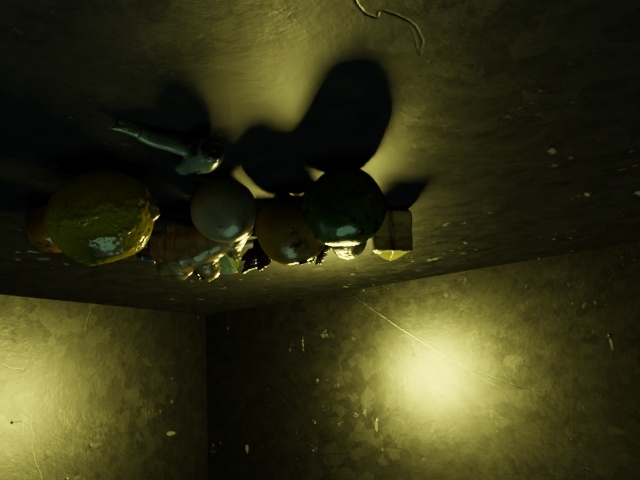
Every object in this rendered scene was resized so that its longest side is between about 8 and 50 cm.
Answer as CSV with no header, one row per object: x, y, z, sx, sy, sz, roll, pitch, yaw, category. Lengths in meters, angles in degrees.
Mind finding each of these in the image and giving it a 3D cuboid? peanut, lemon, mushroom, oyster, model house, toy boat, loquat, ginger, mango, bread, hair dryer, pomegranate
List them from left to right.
-0.845,-0.031,1.828,0.190,0.160,0.290,-8,172,-22,mango
-0.607,-0.065,1.540,0.321,0.268,0.268,-16,166,-3,lemon
-0.637,0.034,2.248,0.237,0.109,0.098,-5,146,-9,toy boat
-0.383,-0.225,1.416,0.267,0.093,0.229,14,167,-13,hair dryer
-0.387,0.047,1.870,0.375,0.236,0.166,1,-162,26,ginger
-0.433,0.013,2.204,0.193,0.170,0.211,-4,139,11,model house
-0.287,-0.100,1.705,0.204,0.204,0.204,-4,165,-1,mushroom
-0.099,-0.038,1.839,0.243,0.244,0.244,-4,165,-1,loquat
0.000,0.000,2.102,0.112,0.198,0.267,43,164,-7,oyster
0.063,-0.092,1.672,0.254,0.255,0.270,3,161,-26,pomegranate
0.090,-0.004,1.887,0.129,0.129,0.224,-8,167,14,peanut
0.237,-0.012,2.167,0.163,0.168,0.264,1,166,-13,bread

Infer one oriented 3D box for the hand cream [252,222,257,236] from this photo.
-0.207,-0.034,2.196,0.086,0.055,0.235,-5,174,21,hand cream

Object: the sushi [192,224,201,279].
-0.429,0.039,2.043,0.140,0.287,0.149,30,-158,2,sushi

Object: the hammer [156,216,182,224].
-0.597,-0.079,1.957,0.103,0.029,0.246,-16,163,38,hammer

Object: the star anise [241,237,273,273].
-0.211,0.030,2.228,0.271,0.103,0.272,-21,-157,9,star anise

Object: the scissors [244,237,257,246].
-0.298,0.011,2.333,0.176,0.085,0.022,-14,129,-3,scissors

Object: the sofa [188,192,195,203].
-0.343,-0.119,1.823,0.147,0.085,0.060,10,118,-41,sofa
